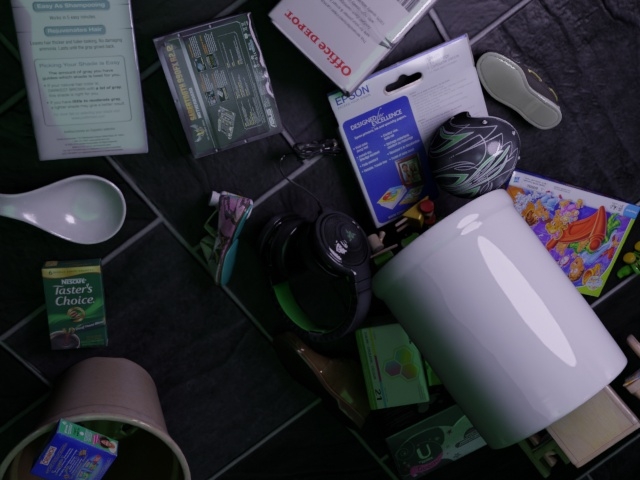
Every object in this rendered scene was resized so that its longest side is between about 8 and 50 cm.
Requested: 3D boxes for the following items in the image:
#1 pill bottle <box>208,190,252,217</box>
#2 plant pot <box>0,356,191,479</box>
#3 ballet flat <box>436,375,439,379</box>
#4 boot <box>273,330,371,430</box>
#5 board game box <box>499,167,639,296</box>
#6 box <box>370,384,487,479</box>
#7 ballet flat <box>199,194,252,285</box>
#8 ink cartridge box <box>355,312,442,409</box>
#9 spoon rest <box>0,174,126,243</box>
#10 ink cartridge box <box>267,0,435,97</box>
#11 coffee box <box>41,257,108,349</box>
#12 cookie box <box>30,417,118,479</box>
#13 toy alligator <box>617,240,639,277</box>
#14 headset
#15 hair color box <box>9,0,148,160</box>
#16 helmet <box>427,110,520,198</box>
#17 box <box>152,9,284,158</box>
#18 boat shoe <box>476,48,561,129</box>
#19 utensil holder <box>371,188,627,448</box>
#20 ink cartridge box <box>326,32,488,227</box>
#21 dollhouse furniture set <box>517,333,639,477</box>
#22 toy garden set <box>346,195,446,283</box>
[{"bbox_3d":[-0.181,-0.073,1.316,0.083,0.043,0.043,17,106,-19],"label":"pill bottle"},{"bbox_3d":[-0.433,0.394,1.289,0.334,0.305,0.333,-5,112,-13],"label":"plant pot"},{"bbox_3d":[0.451,0.228,1.537,0.401,0.139,0.139,-13,113,-14],"label":"ballet flat"},{"bbox_3d":[0.014,0.295,1.498,0.305,0.112,0.115,49,63,-21],"label":"boot"},{"bbox_3d":[0.523,-0.019,1.499,0.347,0.078,0.233,12,107,-18],"label":"board game box"},{"bbox_3d":[0.265,0.439,1.576,0.247,0.142,0.163,-24,114,-4],"label":"box"},{"bbox_3d":[-0.197,-0.006,1.311,0.079,0.077,0.221,25,128,4],"label":"ballet flat"},{"bbox_3d":[0.222,0.252,1.450,0.255,0.097,0.188,-11,95,11],"label":"ink cartridge box"},{"bbox_3d":[-0.503,-0.065,1.216,0.277,0.084,0.137,7,109,-16],"label":"spoon rest"},{"bbox_3d":[0.070,-0.423,1.175,0.198,0.115,0.273,43,96,-3],"label":"ink cartridge box"},{"bbox_3d":[-0.490,0.128,1.317,0.113,0.040,0.184,-2,111,-14],"label":"coffee box"},{"bbox_3d":[-0.407,0.359,1.091,0.107,0.040,0.091,32,100,-23],"label":"cookie box"},{"bbox_3d":[0.805,0.027,1.604,0.056,0.051,0.189,40,97,-24],"label":"toy alligator"},{"bbox_3d":[0.000,0.000,1.310,0.185,0.243,0.394,-19,105,-46],"label":"headset"},{"bbox_3d":[-0.409,-0.335,1.119,0.186,0.113,0.374,-6,113,-12],"label":"hair color box"},{"bbox_3d":[0.295,-0.162,1.268,0.170,0.161,0.169,-5,112,-13],"label":"helmet"},{"bbox_3d":[-0.187,-0.288,1.225,0.183,0.056,0.231,-19,114,-6],"label":"box"},{"bbox_3d":[0.408,-0.320,1.361,0.228,0.068,0.081,35,134,-21],"label":"boat shoe"},{"bbox_3d":[0.336,0.150,1.266,0.328,0.327,0.385,-35,77,1],"label":"utensil holder"},{"bbox_3d":[0.195,-0.221,1.346,0.304,0.072,0.307,-24,112,-3],"label":"ink cartridge box"},{"bbox_3d":[0.584,0.342,1.530,0.362,0.256,0.394,-41,159,15],"label":"dollhouse furniture set"},{"bbox_3d":[0.154,0.008,1.391,0.244,0.049,0.204,-31,152,0],"label":"toy garden set"}]
